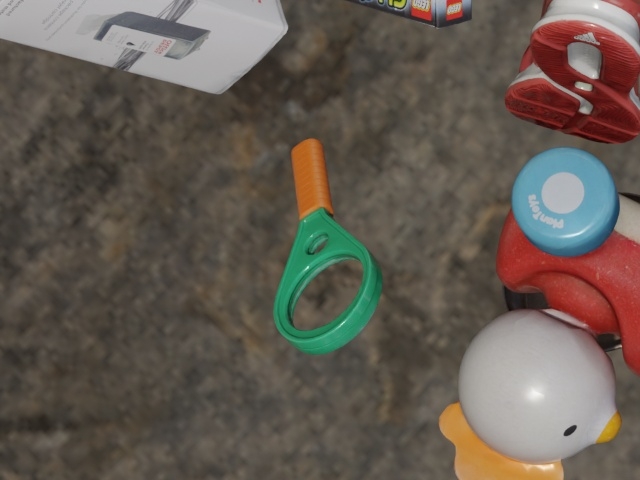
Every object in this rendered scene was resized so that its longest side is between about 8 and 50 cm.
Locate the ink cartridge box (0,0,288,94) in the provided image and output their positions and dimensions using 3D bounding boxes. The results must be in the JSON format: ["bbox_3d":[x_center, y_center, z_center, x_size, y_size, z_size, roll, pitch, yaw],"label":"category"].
[{"bbox_3d":[-0.144,-0.205,1.323,0.218,0.158,0.092,13,141,-42],"label":"ink cartridge box"}]

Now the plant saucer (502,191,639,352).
[{"bbox_3d":[0.240,0.033,1.634,0.168,0.168,0.029,-42,138,-10],"label":"plant saucer"}]

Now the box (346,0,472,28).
[{"bbox_3d":[0.037,-0.241,1.480,0.036,0.207,0.114,-18,116,-33],"label":"box"}]

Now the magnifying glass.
[{"bbox_3d":[0.000,0.000,1.507,0.092,0.231,0.026,-31,129,19],"label":"magnifying glass"}]

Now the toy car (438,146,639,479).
[{"bbox_3d":[0.190,0.090,1.362,0.238,0.210,0.219,-59,162,-4],"label":"toy car"}]

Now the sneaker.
[{"bbox_3d":[0.169,-0.140,1.121,0.221,0.087,0.128,101,7,-80],"label":"sneaker"}]
